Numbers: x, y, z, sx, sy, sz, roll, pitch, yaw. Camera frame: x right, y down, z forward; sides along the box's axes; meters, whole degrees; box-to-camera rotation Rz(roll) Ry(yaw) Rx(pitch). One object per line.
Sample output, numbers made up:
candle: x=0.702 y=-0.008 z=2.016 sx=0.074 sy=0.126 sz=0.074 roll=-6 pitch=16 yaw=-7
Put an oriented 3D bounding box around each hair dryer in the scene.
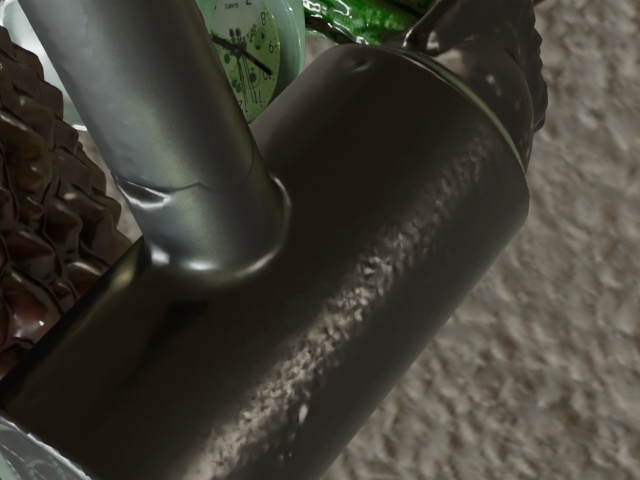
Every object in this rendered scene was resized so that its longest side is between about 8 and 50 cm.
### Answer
hair dryer: x=-0.022 y=-0.052 z=0.407 sx=0.078 sy=0.248 sz=0.195 roll=24 pitch=61 yaw=34

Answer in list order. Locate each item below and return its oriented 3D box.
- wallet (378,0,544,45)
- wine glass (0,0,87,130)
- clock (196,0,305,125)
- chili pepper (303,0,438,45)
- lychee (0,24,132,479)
wallet: x=0.078 y=-0.134 z=1.168 sx=0.137 sy=0.255 sz=0.031 roll=-20 pitch=102 yaw=56
wine glass: x=-0.176 y=-0.210 z=1.579 sx=0.165 sy=0.165 sz=0.196 roll=12 pitch=50 yaw=36
clock: x=-0.078 y=-0.153 z=1.464 sx=0.066 sy=0.159 sz=0.211 roll=0 pitch=99 yaw=35
chili pepper: x=0.076 y=-0.274 z=1.700 sx=0.385 sy=0.167 sz=0.213 roll=13 pitch=107 yaw=38
lychee: x=-0.181 y=0.012 z=0.580 sx=0.271 sy=0.236 sz=0.236 roll=32 pitch=92 yaw=-6
